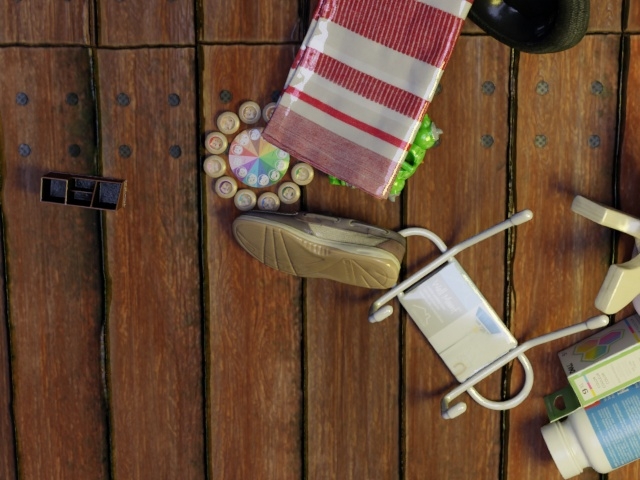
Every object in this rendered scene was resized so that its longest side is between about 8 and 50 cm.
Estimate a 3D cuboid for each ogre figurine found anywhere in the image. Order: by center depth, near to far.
[{"bbox_3d":[0.104,-0.145,1.834,0.118,0.097,0.197,37,91,8],"label":"ogre figurine"}]

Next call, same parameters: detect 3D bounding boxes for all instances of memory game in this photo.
[{"bbox_3d":[-0.098,-0.134,1.895,0.186,0.012,0.186,1,102,5],"label":"memory game"}]

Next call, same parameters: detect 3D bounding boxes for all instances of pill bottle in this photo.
[{"bbox_3d":[0.471,0.295,1.878,0.222,0.124,0.124,-26,98,8],"label":"pill bottle"}]

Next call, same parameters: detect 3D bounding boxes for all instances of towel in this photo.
[{"bbox_3d":[0.066,-0.256,1.789,0.237,0.037,0.329,28,100,24],"label":"towel"}]

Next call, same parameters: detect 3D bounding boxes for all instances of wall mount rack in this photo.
[{"bbox_3d":[0.258,0.112,1.855,0.304,0.130,0.350,-36,97,11],"label":"wall mount rack"}]

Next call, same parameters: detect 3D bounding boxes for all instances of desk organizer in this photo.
[{"bbox_3d":[-0.385,-0.079,1.910,0.130,0.050,0.047,7,102,3],"label":"desk organizer"}]

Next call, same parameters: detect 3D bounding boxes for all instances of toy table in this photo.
[{"bbox_3d":[0.514,-0.006,1.758,0.161,0.252,0.274,12,93,-40],"label":"toy table"}]

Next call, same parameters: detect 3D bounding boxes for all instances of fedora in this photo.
[{"bbox_3d":[0.295,-0.438,1.700,0.152,0.334,0.334,-43,96,-22],"label":"fedora"}]

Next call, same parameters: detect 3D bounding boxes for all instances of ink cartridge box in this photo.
[{"bbox_3d":[0.439,0.199,1.866,0.209,0.109,0.062,-28,102,10],"label":"ink cartridge box"}]

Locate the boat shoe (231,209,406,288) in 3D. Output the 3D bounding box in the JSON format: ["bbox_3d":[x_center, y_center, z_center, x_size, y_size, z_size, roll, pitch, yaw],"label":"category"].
[{"bbox_3d":[0.000,0.000,1.874,0.285,0.092,0.102,13,138,21],"label":"boat shoe"}]
